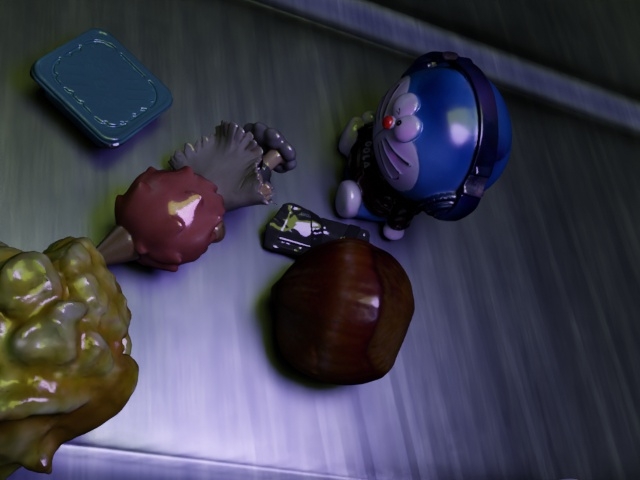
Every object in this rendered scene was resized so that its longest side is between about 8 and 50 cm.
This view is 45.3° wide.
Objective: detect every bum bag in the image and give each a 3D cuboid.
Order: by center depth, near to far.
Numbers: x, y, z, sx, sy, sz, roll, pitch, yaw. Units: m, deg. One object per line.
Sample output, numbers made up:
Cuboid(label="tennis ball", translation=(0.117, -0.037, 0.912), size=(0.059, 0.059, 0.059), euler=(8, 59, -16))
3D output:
Cuboid(label="bum bag", translation=(0.000, 0.000, 1.272), size=(0.198, 0.049, 0.087), euler=(18, 83, -19))

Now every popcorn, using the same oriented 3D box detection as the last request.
Cuboid(label="popcorn", translation=(-0.374, 0.134, 0.878), size=(0.274, 0.335, 0.279), euler=(56, 15, -10))

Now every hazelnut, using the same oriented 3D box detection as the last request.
Cuboid(label="hazelnut", translation=(0.032, 0.097, 1.158), size=(0.229, 0.229, 0.229), euler=(11, 61, -22))

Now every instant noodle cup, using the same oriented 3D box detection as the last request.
Cuboid(label="instant noodle cup", translation=(-0.341, -0.228, 1.197), size=(0.179, 0.070, 0.157), euler=(43, 53, -1))

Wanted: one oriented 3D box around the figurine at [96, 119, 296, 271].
Cuboid(label="figurine", translation=(-0.192, -0.045, 1.140), size=(0.207, 0.166, 0.387), euler=(25, 52, 28))

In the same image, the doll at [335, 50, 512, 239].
Cuboid(label="doll", translation=(0.175, -0.157, 1.277), size=(0.240, 0.310, 0.284), euler=(3, 65, -28))

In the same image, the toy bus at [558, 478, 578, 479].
Cuboid(label="toy bus", translation=(0.412, 0.517, 1.165), size=(0.179, 0.143, 0.305), euler=(-34, 84, -37))
